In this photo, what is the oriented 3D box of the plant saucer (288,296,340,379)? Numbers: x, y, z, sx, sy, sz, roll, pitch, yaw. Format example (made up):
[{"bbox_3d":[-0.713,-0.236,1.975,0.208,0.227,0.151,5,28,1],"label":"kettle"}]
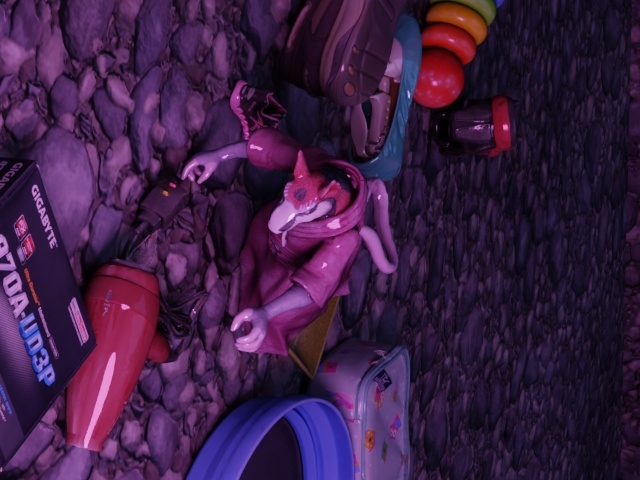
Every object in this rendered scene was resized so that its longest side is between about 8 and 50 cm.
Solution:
[{"bbox_3d":[-0.029,0.058,1.897,0.188,0.045,0.188,57,46,-58],"label":"plant saucer"}]

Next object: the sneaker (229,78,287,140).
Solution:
[{"bbox_3d":[-0.064,-0.143,1.732,0.119,0.057,0.047,60,42,-58],"label":"sneaker"}]

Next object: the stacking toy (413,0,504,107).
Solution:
[{"bbox_3d":[0.218,-0.351,2.236,0.330,0.141,0.141,-70,155,-17],"label":"stacking toy"}]

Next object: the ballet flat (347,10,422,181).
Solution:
[{"bbox_3d":[0.086,-0.206,2.037,0.087,0.083,0.247,11,86,-53],"label":"ballet flat"}]

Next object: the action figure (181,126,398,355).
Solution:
[{"bbox_3d":[0.000,0.000,1.622,0.370,0.275,0.248,117,-39,-69],"label":"action figure"}]

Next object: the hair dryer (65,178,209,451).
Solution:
[{"bbox_3d":[-0.179,0.101,1.516,0.293,0.080,0.224,-58,148,-43],"label":"hair dryer"}]

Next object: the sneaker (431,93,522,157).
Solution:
[{"bbox_3d":[0.245,-0.184,2.396,0.276,0.135,0.098,-78,163,-89],"label":"sneaker"}]

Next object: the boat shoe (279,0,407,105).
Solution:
[{"bbox_3d":[0.045,-0.337,1.831,0.355,0.130,0.132,-66,150,-20],"label":"boat shoe"}]

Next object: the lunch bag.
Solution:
[{"bbox_3d":[0.059,0.281,2.099,0.224,0.108,0.279,-27,122,-62],"label":"lunch bag"}]

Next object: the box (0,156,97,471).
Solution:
[{"bbox_3d":[-0.284,0.065,1.293,0.175,0.051,0.220,-57,147,-44],"label":"box"}]

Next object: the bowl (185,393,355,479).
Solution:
[{"bbox_3d":[-0.075,0.379,1.840,0.391,0.077,0.391,-33,128,-56],"label":"bowl"}]
